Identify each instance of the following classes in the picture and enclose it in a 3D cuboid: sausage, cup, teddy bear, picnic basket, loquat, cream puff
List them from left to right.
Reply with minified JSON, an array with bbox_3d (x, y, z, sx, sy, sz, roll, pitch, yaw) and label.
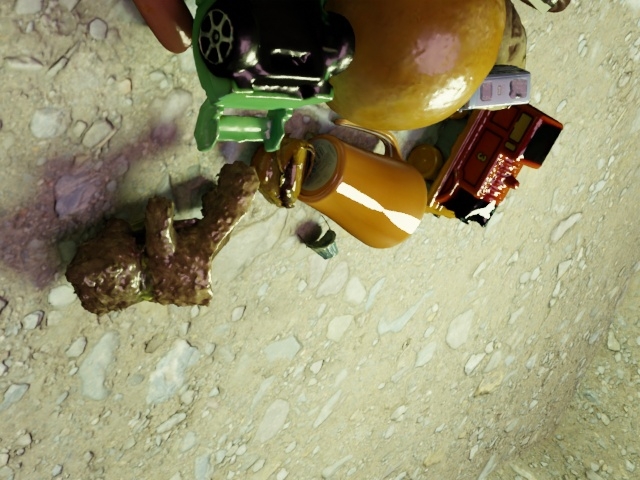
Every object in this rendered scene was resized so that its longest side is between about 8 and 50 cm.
[{"bbox_3d":[-0.219,-0.324,1.220,0.062,0.062,0.154,-44,146,-10],"label":"sausage"},{"bbox_3d":[-0.253,-0.006,1.425,0.246,0.222,0.296,128,-17,-63],"label":"teddy bear"},{"bbox_3d":[-0.070,-0.123,1.545,0.133,0.104,0.119,99,11,-47],"label":"cream puff"},{"bbox_3d":[0.000,0.000,1.785,0.065,0.083,0.083,-35,106,-11],"label":"picnic basket"},{"bbox_3d":[0.073,-0.119,1.686,0.264,0.182,0.226,23,70,-49],"label":"cup"},{"bbox_3d":[0.125,-0.328,1.387,0.328,0.328,0.328,-30,141,-28],"label":"loquat"}]

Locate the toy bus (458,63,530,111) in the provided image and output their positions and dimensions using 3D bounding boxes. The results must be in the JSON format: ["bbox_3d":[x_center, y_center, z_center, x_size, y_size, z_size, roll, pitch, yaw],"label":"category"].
[{"bbox_3d":[0.277,-0.264,1.541,0.167,0.076,0.073,-9,111,-19],"label":"toy bus"}]

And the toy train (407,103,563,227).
[{"bbox_3d":[0.343,-0.195,1.845,0.163,0.231,0.369,9,113,-49],"label":"toy train"}]

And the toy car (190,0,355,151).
[{"bbox_3d":[-0.091,-0.313,1.234,0.213,0.176,0.359,-8,88,-42],"label":"toy car"}]

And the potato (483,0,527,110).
[{"bbox_3d":[0.231,-0.350,1.591,0.264,0.211,0.189,-18,142,-38],"label":"potato"}]

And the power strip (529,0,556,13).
[{"bbox_3d":[0.237,-0.470,1.356,0.043,0.367,0.106,-46,152,19],"label":"power strip"}]

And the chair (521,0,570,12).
[{"bbox_3d":[0.411,-0.561,1.523,0.401,0.226,0.226,-50,146,5],"label":"chair"}]
